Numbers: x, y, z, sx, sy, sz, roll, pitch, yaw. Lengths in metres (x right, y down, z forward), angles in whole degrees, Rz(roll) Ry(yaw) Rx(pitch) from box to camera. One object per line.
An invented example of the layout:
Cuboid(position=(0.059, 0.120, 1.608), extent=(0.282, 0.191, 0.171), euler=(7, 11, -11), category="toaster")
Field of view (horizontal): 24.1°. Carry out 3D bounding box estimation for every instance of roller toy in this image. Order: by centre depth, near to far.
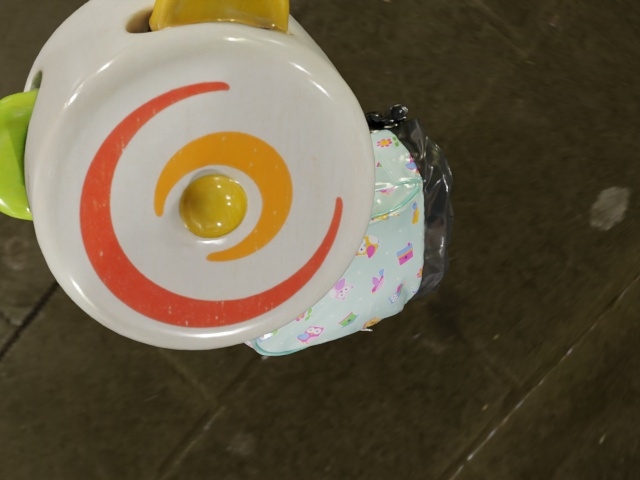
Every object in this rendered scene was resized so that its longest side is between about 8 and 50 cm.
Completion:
Cuboid(position=(-0.069, -0.045, 0.845), extent=(0.209, 0.146, 0.191), euler=(-42, 118, 6), category="roller toy")

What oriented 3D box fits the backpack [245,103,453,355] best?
Cuboid(position=(0.000, 0.000, 1.039), extent=(0.115, 0.182, 0.152), euler=(46, 145, 49), category="backpack")
